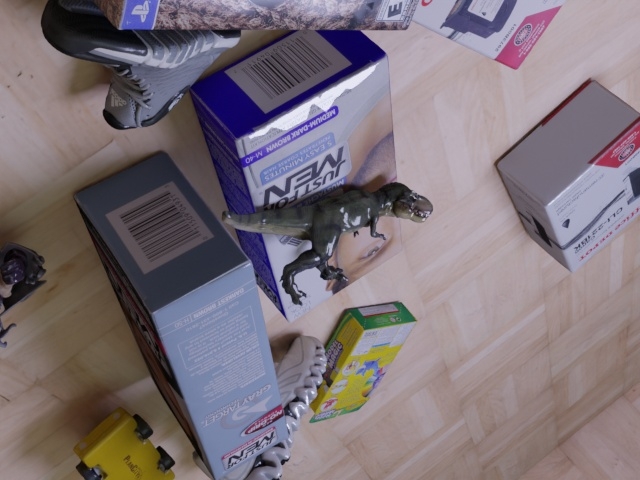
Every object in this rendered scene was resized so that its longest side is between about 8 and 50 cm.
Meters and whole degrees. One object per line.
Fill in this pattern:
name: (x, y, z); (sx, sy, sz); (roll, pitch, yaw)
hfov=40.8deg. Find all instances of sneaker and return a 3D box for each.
sneaker: (-0.078, 0.226, 1.200); (0.110, 0.118, 0.292); (-57, -177, 40)
sneaker: (-0.165, -0.143, 0.742); (0.132, 0.086, 0.229); (-49, 167, 28)

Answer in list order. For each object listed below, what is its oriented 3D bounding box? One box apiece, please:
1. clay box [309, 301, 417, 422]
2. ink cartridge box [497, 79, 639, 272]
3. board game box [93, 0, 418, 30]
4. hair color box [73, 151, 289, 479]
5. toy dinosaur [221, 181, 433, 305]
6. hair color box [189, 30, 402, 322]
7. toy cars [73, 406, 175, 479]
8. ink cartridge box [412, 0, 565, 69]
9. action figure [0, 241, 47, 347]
clay box: (0.056, 0.203, 1.414); (0.128, 0.053, 0.222); (-4, 133, -42)
ink cartridge box: (0.416, -0.092, 1.374); (0.197, 0.114, 0.273); (-42, 147, 2)
board game box: (-0.035, -0.300, 0.673); (0.291, 0.141, 0.232); (-11, 136, -37)
hair color box: (-0.146, 0.102, 0.983); (0.114, 0.185, 0.374); (-29, 144, -17)
toy dinosaur: (0.000, 0.000, 0.935); (0.268, 0.064, 0.118); (-10, 122, -35)
hair color box: (-0.012, -0.070, 0.991); (0.185, 0.110, 0.338); (-32, 147, -14)
toy cars: (-0.208, 0.289, 1.231); (0.394, 0.087, 0.176); (6, 114, -53)
ink cartridge box: (0.168, -0.300, 0.907); (0.237, 0.100, 0.172); (7, 124, -48)
action figure: (-0.360, 0.041, 0.789); (0.185, 0.099, 0.285); (-42, 151, -14)
